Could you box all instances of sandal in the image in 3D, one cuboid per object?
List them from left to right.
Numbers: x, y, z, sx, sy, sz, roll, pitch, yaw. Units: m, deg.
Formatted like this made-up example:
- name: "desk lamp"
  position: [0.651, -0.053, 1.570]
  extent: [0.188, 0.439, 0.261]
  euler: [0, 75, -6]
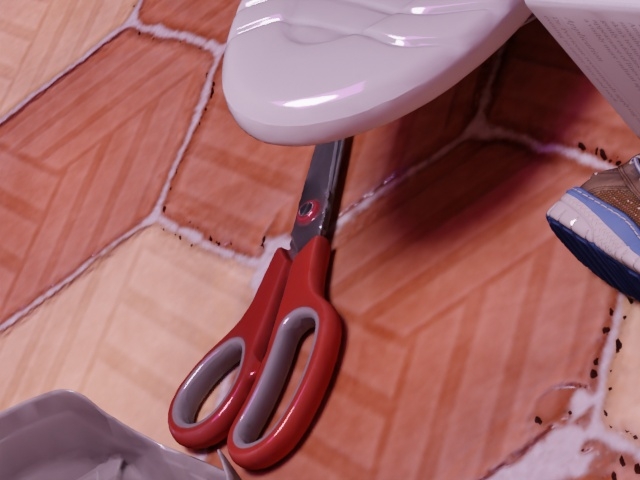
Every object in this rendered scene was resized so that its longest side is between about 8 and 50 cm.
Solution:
- name: "sandal"
  position: [0.088, -0.169, 1.068]
  extent: [0.169, 0.102, 0.416]
  euler: [3, 42, 31]

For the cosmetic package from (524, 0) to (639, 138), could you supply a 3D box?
- name: "cosmetic package"
  position: [0.213, -0.096, 0.826]
  extent: [0.231, 0.117, 0.085]
  euler: [13, 66, 52]

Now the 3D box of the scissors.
- name: "scissors"
  position: [0.000, 0.000, 1.049]
  extent: [0.109, 0.021, 0.297]
  euler: [-8, 48, 47]

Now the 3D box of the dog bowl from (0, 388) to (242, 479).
- name: "dog bowl"
  position: [-0.144, 0.239, 0.874]
  extent: [0.348, 0.102, 0.349]
  euler: [-28, 37, 24]

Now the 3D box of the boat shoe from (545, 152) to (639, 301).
- name: "boat shoe"
  position: [0.167, 0.002, 0.817]
  extent: [0.066, 0.066, 0.183]
  euler: [-45, 33, -2]
